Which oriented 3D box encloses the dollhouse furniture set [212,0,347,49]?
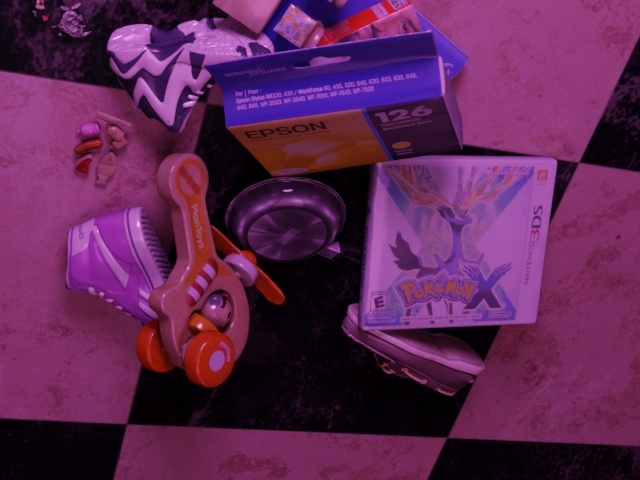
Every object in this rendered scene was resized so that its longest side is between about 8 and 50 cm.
[{"bbox_3d":[-0.044,-0.382,1.255,0.212,0.161,0.242,32,106,-13],"label":"dollhouse furniture set"}]

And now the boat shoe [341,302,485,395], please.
[{"bbox_3d":[0.160,0.206,1.800,0.324,0.117,0.097,23,114,-34],"label":"boat shoe"}]

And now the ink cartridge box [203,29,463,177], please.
[{"bbox_3d":[0.032,-0.177,1.367,0.303,0.072,0.307,-6,167,14],"label":"ink cartridge box"}]

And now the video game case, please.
[{"bbox_3d":[0.232,0.005,1.670,0.328,0.036,0.300,-1,107,-15],"label":"video game case"}]

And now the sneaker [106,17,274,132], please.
[{"bbox_3d":[-0.175,-0.224,1.392,0.234,0.094,0.153,-3,135,4],"label":"sneaker"}]

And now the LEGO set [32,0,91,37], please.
[{"bbox_3d":[-0.352,-0.301,1.345,0.083,0.023,0.054,9,122,-22],"label":"LEGO set"}]

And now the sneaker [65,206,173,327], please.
[{"bbox_3d":[-0.318,0.078,1.590,0.161,0.102,0.282,-15,121,4],"label":"sneaker"}]

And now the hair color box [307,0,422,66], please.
[{"bbox_3d":[0.064,-0.275,1.413,0.167,0.053,0.093,-26,127,2],"label":"hair color box"}]

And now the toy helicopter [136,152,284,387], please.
[{"bbox_3d":[-0.173,0.033,1.508,0.235,0.140,0.355,-28,118,-45],"label":"toy helicopter"}]

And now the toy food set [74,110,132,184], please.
[{"bbox_3d":[-0.332,-0.142,1.470,0.077,0.019,0.122,20,125,-27],"label":"toy food set"}]

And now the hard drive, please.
[{"bbox_3d":[0.042,-0.286,1.459,0.318,0.040,0.210,33,110,-32],"label":"hard drive"}]

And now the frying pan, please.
[{"bbox_3d":[-0.028,0.008,1.636,0.197,0.053,0.326,-20,138,16],"label":"frying pan"}]
